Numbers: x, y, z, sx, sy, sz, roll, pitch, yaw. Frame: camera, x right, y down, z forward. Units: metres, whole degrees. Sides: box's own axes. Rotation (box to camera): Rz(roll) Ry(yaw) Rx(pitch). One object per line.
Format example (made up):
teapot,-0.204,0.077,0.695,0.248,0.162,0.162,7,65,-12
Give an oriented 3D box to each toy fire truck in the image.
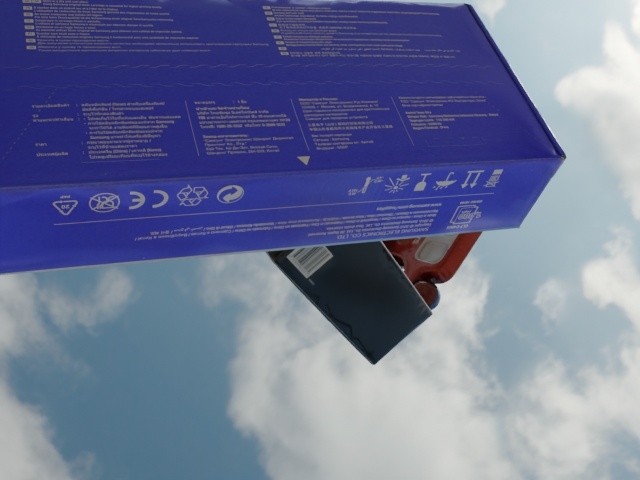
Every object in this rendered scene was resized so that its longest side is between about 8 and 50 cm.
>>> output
toy fire truck,0.134,0.024,1.309,0.169,0.254,0.302,47,-110,-30

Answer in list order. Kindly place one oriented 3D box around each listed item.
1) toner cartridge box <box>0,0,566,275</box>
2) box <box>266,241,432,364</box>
toner cartridge box,-0.036,-0.078,0.493,0.348,0.075,0.165,-5,-128,-20
box,0.000,0.000,0.861,0.103,0.261,0.184,-42,-130,-2
